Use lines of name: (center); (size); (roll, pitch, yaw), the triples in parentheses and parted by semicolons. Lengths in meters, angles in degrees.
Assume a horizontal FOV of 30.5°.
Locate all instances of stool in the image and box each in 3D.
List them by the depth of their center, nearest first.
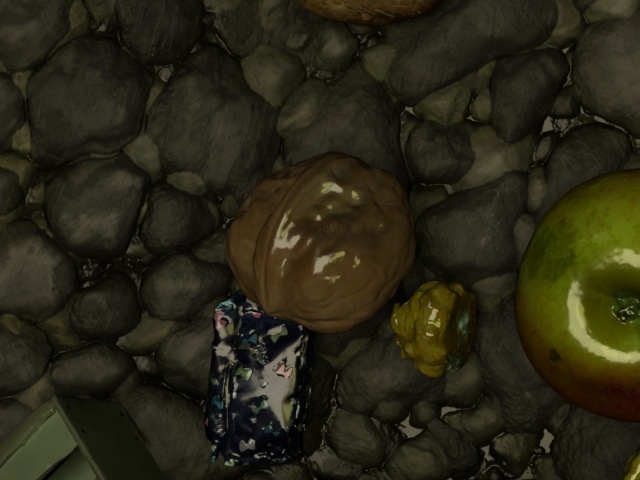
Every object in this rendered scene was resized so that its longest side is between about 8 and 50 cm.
stool: (-0.372, 0.412, 1.776); (0.243, 0.170, 0.269); (-45, 62, 12)

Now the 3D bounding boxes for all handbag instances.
handbag: (-0.094, 0.205, 1.752); (0.162, 0.113, 0.260); (4, 88, 11)

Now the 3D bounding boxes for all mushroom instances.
mushroom: (0.106, -0.392, 1.707); (0.286, 0.156, 0.151); (-33, 107, 15)

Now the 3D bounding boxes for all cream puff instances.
cream puff: (0.154, 0.121, 1.670); (0.116, 0.146, 0.146); (8, 91, 35)

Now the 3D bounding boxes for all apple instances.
apple: (0.414, 0.069, 1.491); (0.340, 0.339, 0.339); (0, 88, 18)

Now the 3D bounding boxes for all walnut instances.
walnut: (0.002, 0.002, 1.653); (0.273, 0.227, 0.273); (4, 63, -8)

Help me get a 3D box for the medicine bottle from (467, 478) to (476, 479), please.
medicine bottle: (0.273, 0.498, 1.576); (0.340, 0.208, 0.208); (42, 101, 15)

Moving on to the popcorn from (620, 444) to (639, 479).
popcorn: (0.499, 0.374, 1.491); (0.282, 0.247, 0.282); (-8, 75, 32)
